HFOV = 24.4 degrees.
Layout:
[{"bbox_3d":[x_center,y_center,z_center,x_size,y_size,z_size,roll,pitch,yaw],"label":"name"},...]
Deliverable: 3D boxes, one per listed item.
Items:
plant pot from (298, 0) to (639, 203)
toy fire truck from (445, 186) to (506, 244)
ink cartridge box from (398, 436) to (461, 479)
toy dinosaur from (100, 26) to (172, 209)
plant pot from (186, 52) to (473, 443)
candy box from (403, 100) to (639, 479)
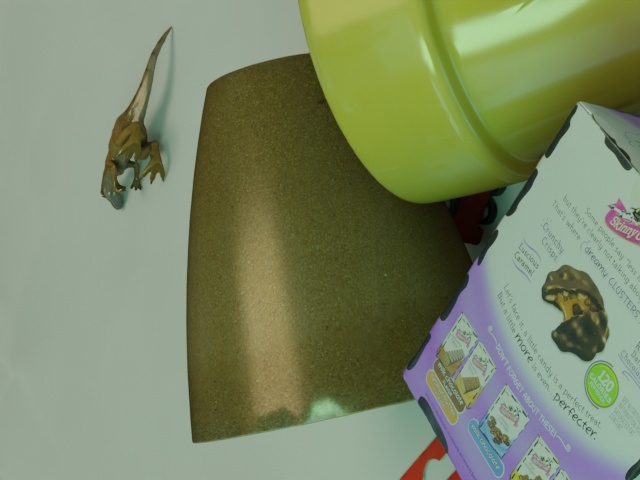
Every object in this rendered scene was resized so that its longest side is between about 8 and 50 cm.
[{"bbox_3d":[0.146,-0.169,0.948,0.239,0.254,0.254,-11,71,27],"label":"plant pot"},{"bbox_3d":[0.090,-0.062,1.177,0.135,0.047,0.192,37,113,52],"label":"toy fire truck"},{"bbox_3d":[0.098,0.250,1.088,0.189,0.066,0.232,-55,46,34],"label":"ink cartridge box"},{"bbox_3d":[-0.206,-0.123,1.614,0.112,0.064,0.211,52,124,49],"label":"toy dinosaur"},{"bbox_3d":[0.000,0.000,1.080,0.237,0.237,0.254,-19,80,53],"label":"plant pot"},{"bbox_3d":[0.144,0.057,0.751,0.196,0.070,0.165,-60,39,29],"label":"candy box"}]
